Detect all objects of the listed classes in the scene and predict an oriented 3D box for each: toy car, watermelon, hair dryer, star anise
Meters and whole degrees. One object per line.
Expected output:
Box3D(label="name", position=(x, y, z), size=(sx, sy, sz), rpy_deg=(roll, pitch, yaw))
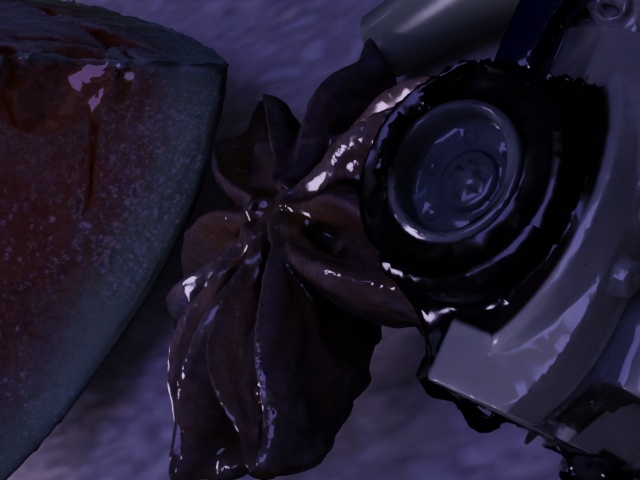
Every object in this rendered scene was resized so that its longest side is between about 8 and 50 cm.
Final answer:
Box3D(label="toy car", position=(0.130, -0.065, 0.479), size=(0.118, 0.193, 0.301), rpy_deg=(25, 86, 39))
Box3D(label="watermelon", position=(-0.196, -0.017, 0.690), size=(0.213, 0.201, 0.261), rpy_deg=(32, 95, 49))
Box3D(label="hair dryer", position=(0.072, -0.161, 0.657), size=(0.167, 0.067, 0.199), rpy_deg=(-39, 43, 24))
Box3D(label="star anise", position=(-0.006, 0.015, 0.597), size=(0.197, 0.073, 0.212), rpy_deg=(-60, 25, 3))
